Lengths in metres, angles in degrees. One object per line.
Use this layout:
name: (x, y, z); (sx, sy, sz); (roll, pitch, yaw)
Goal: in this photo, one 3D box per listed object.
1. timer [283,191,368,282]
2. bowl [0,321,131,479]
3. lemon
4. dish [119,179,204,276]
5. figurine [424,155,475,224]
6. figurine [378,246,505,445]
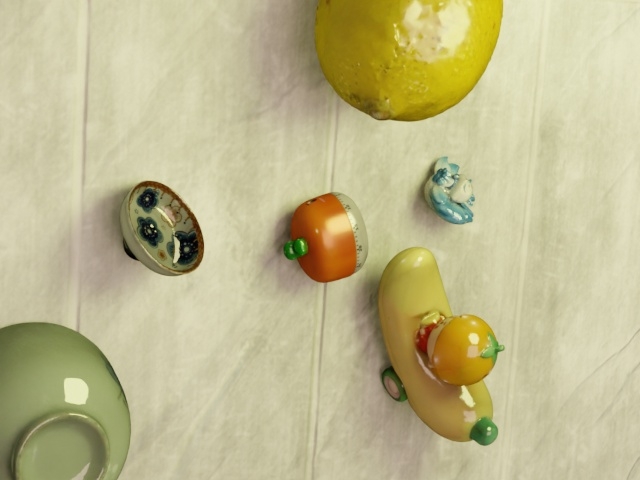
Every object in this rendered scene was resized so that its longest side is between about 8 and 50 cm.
timer: (0.000, 0.000, 1.970); (0.136, 0.099, 0.136); (-2, 94, -21)
bowl: (-0.360, 0.262, 1.758); (0.289, 0.146, 0.289); (-8, 105, -33)
lemon: (0.120, -0.300, 1.881); (0.258, 0.258, 0.310); (36, 66, -34)
dish: (-0.233, -0.003, 1.831); (0.141, 0.078, 0.141); (35, 39, -34)
figurine: (0.209, -0.067, 2.100); (0.079, 0.114, 0.114); (-33, 126, 29)
figurine: (0.183, 0.161, 2.047); (0.124, 0.222, 0.325); (-27, 114, -23)
